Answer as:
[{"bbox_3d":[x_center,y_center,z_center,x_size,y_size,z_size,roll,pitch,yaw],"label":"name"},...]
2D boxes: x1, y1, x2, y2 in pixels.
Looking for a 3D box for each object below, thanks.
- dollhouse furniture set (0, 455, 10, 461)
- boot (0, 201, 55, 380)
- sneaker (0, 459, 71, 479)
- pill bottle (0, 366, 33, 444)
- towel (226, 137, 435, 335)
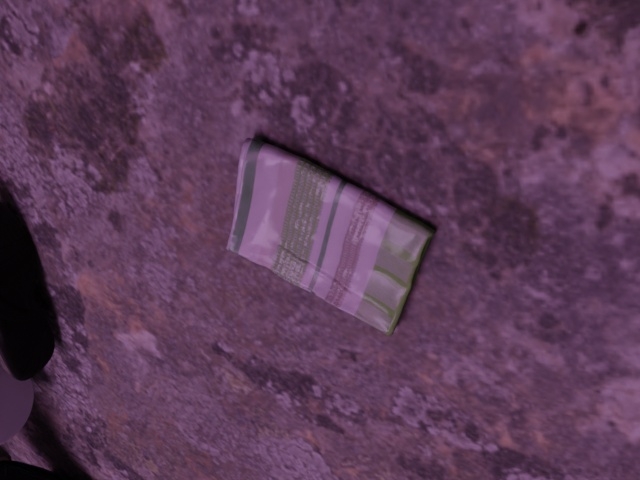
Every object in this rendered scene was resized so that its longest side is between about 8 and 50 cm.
[{"bbox_3d":[-0.578,0.320,1.149,0.129,0.129,0.184,26,114,19],"label":"dollhouse furniture set"},{"bbox_3d":[-0.401,0.038,0.819,0.178,0.085,0.236,20,132,26],"label":"boot"},{"bbox_3d":[-0.463,0.359,0.992,0.139,0.125,0.341,15,164,40],"label":"sneaker"},{"bbox_3d":[-0.504,0.198,0.966,0.272,0.152,0.152,0,121,36],"label":"pill bottle"},{"bbox_3d":[0.000,0.000,0.539,0.152,0.023,0.113,28,135,16],"label":"towel"}]
